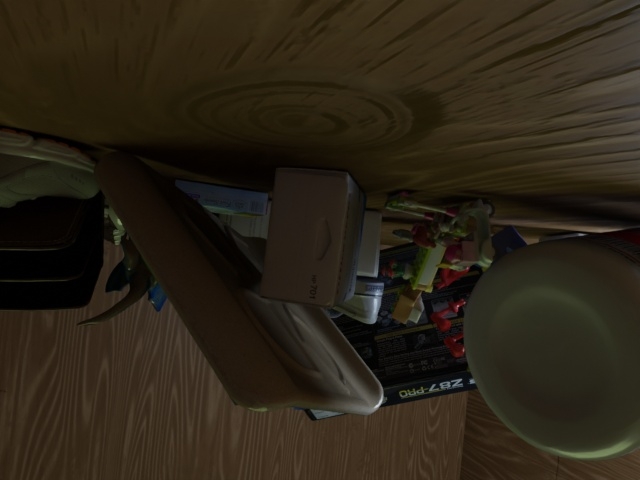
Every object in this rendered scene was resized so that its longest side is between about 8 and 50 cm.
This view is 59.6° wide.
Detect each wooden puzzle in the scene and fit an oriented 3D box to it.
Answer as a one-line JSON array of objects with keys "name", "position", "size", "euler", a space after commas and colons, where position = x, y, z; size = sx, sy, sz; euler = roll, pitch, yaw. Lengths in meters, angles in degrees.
[{"name": "wooden puzzle", "position": [-0.087, 0.078, 0.649], "size": [0.322, 0.080, 0.348], "euler": [50, -174, 26]}]

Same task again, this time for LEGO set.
[{"name": "LEGO set", "position": [0.124, 0.011, 0.736], "size": [0.107, 0.132, 0.287], "euler": [11, 155, -8]}]

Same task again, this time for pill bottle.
[{"name": "pill bottle", "position": [0.387, 0.099, 0.695], "size": [0.408, 0.228, 0.229], "euler": [-5, -174, -39]}]

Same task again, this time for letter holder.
[{"name": "letter holder", "position": [-0.417, 0.004, 0.622], "size": [0.302, 0.151, 0.214], "euler": [5, -152, -14]}]

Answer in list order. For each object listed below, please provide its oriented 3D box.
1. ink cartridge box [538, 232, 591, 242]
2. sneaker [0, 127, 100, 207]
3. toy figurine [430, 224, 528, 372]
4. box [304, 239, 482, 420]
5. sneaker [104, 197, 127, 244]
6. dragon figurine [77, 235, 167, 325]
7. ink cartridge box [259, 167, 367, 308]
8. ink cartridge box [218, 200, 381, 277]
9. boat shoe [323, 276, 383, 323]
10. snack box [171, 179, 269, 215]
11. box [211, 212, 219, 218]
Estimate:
[{"name": "ink cartridge box", "position": [0.562, 0.098, 1.037], "size": [0.270, 0.197, 0.198], "euler": [6, 178, 3]}, {"name": "sneaker", "position": [-0.336, -0.048, 0.515], "size": [0.099, 0.120, 0.263], "euler": [5, 179, 42]}, {"name": "toy figurine", "position": [0.292, 0.093, 0.886], "size": [0.191, 0.362, 0.217], "euler": [-26, 153, -8]}, {"name": "box", "position": [0.144, 0.159, 1.108], "size": [0.395, 0.318, 0.097], "euler": [-15, 139, 8]}, {"name": "sneaker", "position": [-0.449, -0.066, 1.078], "size": [0.163, 0.106, 0.281], "euler": [12, 166, -20]}, {"name": "dragon figurine", "position": [-0.241, 0.039, 0.774], "size": [0.085, 0.289, 0.144], "euler": [24, 134, -13]}, {"name": "ink cartridge box", "position": [0.000, 0.000, 0.648], "size": [0.082, 0.139, 0.191], "euler": [8, 179, 12]}, {"name": "ink cartridge box", "position": [-0.034, -0.005, 1.050], "size": [0.283, 0.117, 0.207], "euler": [6, 179, 2]}, {"name": "boat shoe", "position": [0.019, 0.104, 1.058], "size": [0.095, 0.084, 0.258], "euler": [6, 180, -29]}, {"name": "snack box", "position": [-0.161, -0.063, 0.861], "size": [0.141, 0.037, 0.100], "euler": [8, 176, -21]}, {"name": "box", "position": [-0.224, -0.003, 1.193], "size": [0.093, 0.155, 0.158], "euler": [7, 179, 28]}]
